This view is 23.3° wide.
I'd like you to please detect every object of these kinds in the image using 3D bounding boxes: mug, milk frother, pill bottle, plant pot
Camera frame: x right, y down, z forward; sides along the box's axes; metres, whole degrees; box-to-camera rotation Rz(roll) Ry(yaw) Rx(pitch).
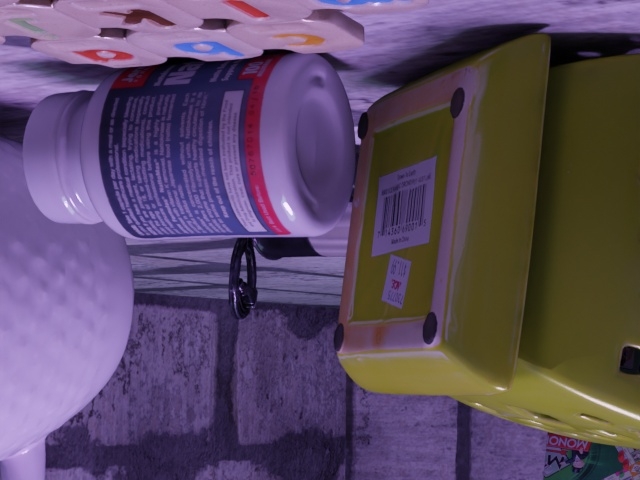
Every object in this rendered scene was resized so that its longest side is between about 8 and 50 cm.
[{"bbox_3d":[-0.303,0.091,1.080,0.328,0.374,0.276,-3,173,-45],"label":"mug"},{"bbox_3d":[0.000,0.000,1.271,0.134,0.143,0.129,0,168,32],"label":"milk frother"},{"bbox_3d":[-0.080,-0.053,0.918,0.180,0.108,0.108,-2,174,24],"label":"pill bottle"},{"bbox_3d":[0.137,0.001,0.914,0.207,0.227,0.228,10,172,-19],"label":"plant pot"}]

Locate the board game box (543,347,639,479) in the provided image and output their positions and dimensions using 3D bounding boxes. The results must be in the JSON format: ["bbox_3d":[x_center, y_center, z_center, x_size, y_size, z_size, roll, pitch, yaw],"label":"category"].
[{"bbox_3d":[0.238,0.094,0.962,0.046,0.214,0.317,11,168,-20],"label":"board game box"}]

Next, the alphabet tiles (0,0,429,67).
[{"bbox_3d":[-0.103,-0.118,0.694,0.284,0.021,0.278,-2,174,23],"label":"alphabet tiles"}]
